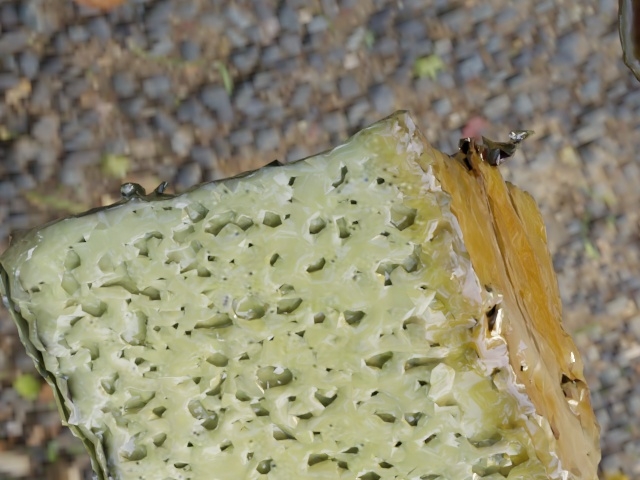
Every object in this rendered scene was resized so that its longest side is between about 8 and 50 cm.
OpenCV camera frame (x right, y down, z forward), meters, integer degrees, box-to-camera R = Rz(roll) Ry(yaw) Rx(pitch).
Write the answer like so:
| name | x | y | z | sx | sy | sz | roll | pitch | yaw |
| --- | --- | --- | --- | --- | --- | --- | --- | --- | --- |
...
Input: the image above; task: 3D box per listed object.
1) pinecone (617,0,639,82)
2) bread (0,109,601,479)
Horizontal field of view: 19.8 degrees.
| name | x | y | z | sx | sy | sz | roll | pitch | yaw |
| --- | --- | --- | --- | --- | --- | --- | --- | --- | --- |
| pinecone | 0.222 | -0.115 | 0.709 | 0.244 | 0.309 | 0.244 | 9 | 127 | 12 |
| bread | 0.000 | 0.000 | 0.961 | 0.248 | 0.315 | 0.279 | -19 | 125 | 10 |
